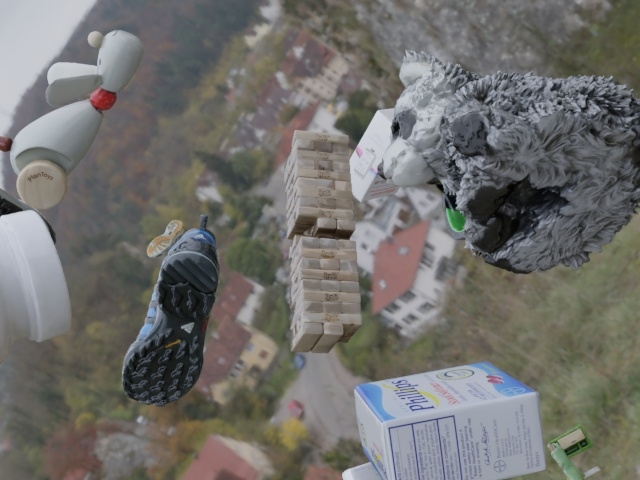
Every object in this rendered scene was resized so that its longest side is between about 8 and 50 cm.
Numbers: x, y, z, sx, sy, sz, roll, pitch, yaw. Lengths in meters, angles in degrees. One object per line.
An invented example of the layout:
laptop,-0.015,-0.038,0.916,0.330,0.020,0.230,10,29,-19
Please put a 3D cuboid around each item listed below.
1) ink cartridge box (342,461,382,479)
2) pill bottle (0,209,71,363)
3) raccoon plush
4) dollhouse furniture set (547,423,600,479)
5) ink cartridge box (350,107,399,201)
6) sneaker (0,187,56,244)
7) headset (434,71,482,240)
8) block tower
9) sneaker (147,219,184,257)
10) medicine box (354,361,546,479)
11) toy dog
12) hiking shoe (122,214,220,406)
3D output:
ink cartridge box,0.165,0.538,1.824,0.225,0.181,0.056,70,155,18
pill bottle,-0.372,0.062,0.828,0.264,0.153,0.153,-16,-7,-26
raccoon plush,0.290,-0.133,1.094,0.299,0.446,0.216,-103,5,-56
dollhouse furniture set,0.365,0.308,1.311,0.058,0.076,0.151,-31,-5,7
ink cartridge box,0.111,-0.140,1.653,0.115,0.067,0.198,-16,-35,-48
sneaker,-0.601,-0.054,1.671,0.100,0.271,0.108,-55,28,-7
headset,0.291,-0.191,1.927,0.243,0.185,0.394,118,157,-60
block tower,0.000,0.000,1.406,0.097,0.091,0.335,121,150,-61
sneaker,-0.249,0.005,1.502,0.083,0.032,0.037,-49,-23,-33
medicine box,0.234,0.348,1.729,0.263,0.289,0.149,-152,54,-79
toy dog,-0.449,-0.224,1.566,0.334,0.161,0.220,-63,22,-6
hiking shoe,-0.207,0.118,1.365,0.132,0.113,0.304,-81,15,-58
